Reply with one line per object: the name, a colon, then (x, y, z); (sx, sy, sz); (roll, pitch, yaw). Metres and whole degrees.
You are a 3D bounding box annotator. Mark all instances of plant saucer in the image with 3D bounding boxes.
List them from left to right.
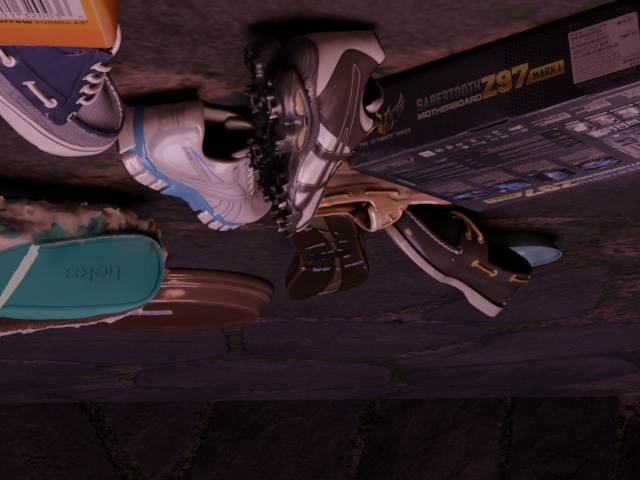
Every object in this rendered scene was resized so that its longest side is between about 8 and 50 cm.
plant saucer: (-0.199, 0.084, 1.478); (0.277, 0.041, 0.278); (-1, 166, 0)
plant saucer: (0.213, 0.011, 1.276); (0.119, 0.021, 0.119); (-2, 167, -1)

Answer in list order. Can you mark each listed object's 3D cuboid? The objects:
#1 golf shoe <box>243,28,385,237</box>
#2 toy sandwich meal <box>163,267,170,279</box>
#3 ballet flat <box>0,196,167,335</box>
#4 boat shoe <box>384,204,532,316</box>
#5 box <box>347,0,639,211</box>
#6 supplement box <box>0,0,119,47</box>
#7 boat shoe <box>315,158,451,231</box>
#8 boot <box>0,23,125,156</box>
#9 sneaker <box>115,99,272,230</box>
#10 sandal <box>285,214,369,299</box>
golf shoe: (0.001, -0.068, 0.756); (0.093, 0.077, 0.198); (-21, 158, -14)
toy sandwich meal: (-0.213, 0.031, 1.281); (0.085, 0.029, 0.085); (-6, 168, -1)
ballet flat: (-0.323, 0.020, 0.947); (0.408, 0.147, 0.147); (1, 168, -43)
boat shoe: (0.139, 0.006, 1.143); (0.068, 0.081, 0.227); (-43, 140, 13)
box: (0.161, -0.084, 0.794); (0.232, 0.059, 0.183); (-14, 162, 37)
supplement box: (-0.128, -0.153, 0.427); (0.080, 0.078, 0.233); (2, 166, -3)
boat shoe: (0.042, -0.036, 0.973); (0.170, 0.059, 0.063); (2, 166, -17)
boot: (-0.146, -0.100, 0.654); (0.086, 0.069, 0.190); (-4, 165, 21)
sneaker: (-0.071, -0.058, 0.853); (0.082, 0.071, 0.190); (-14, 163, 22)
sandal: (0.000, 0.000, 1.139); (0.090, 0.060, 0.219); (-9, 152, 2)
